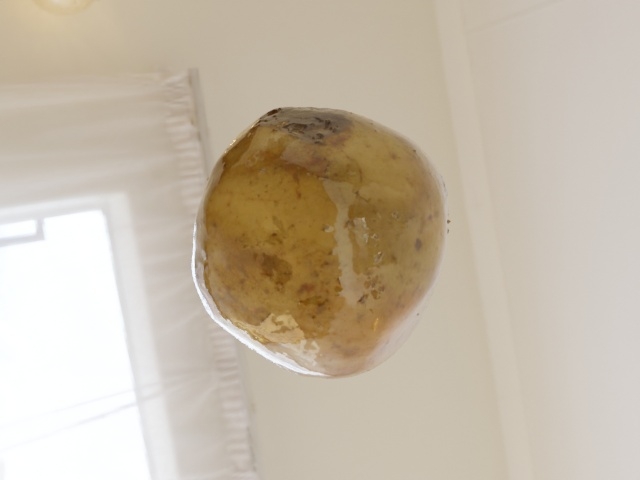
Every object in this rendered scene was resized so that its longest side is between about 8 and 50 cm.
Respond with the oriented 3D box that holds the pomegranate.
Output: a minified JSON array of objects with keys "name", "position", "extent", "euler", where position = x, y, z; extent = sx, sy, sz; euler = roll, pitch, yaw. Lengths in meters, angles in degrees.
[{"name":"pomegranate","position":[0.000,0.000,0.876],"extent":[0.281,0.281,0.281],"euler":[24,-61,52]}]
